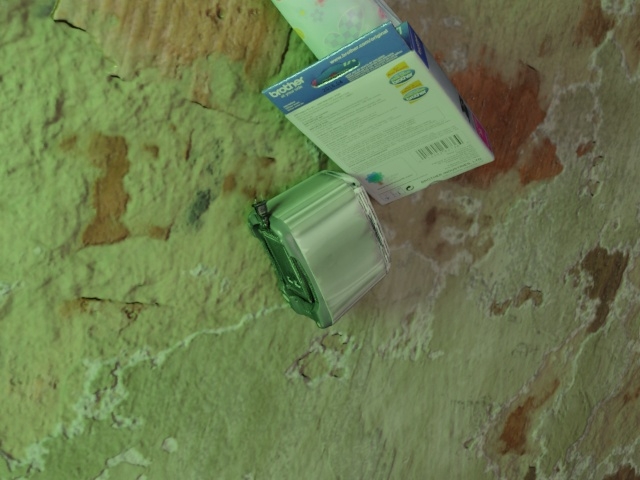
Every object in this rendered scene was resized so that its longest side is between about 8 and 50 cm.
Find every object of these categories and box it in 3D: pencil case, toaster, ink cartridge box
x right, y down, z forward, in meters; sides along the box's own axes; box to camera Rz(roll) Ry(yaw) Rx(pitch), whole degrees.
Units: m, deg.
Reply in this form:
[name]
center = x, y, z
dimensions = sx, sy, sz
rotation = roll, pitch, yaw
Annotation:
[pencil case]
center = 0.012, -0.312, 0.898
dimensions = 0.124, 0.113, 0.273
rotation = -36, 124, 11
[toaster]
center = 0.000, 0.000, 0.991
dimensions = 0.146, 0.129, 0.227
rotation = -35, 118, -20
[ink cartridge box]
center = 0.084, -0.165, 0.920
dimensions = 0.185, 0.065, 0.311
rotation = -22, 147, 26
